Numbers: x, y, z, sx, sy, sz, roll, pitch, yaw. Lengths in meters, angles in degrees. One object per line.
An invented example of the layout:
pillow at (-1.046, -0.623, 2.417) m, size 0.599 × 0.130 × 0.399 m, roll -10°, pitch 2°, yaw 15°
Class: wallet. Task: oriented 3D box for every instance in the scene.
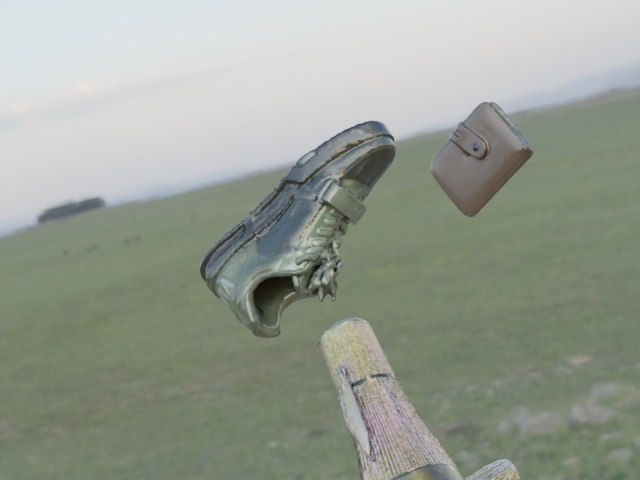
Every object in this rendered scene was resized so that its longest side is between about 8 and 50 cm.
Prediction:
wallet at (0.235, -0.122, 1.954) m, size 0.039 × 0.118 × 0.153 m, roll -10°, pitch -35°, yaw -48°

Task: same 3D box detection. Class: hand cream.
hand cream at (0.052, 0.144, 1.007) m, size 0.084 × 0.203 × 0.084 m, roll -15°, pitch -34°, yaw -11°

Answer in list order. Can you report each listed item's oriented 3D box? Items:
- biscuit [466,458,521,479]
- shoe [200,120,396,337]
biscuit at (0.169, 0.384, 1.692) m, size 0.239 × 0.108 × 0.062 m, roll -28°, pitch 10°, yaw -16°
shoe at (-0.001, 0.000, 1.553) m, size 0.293 × 0.149 × 0.109 m, roll -41°, pitch -32°, yaw 11°
